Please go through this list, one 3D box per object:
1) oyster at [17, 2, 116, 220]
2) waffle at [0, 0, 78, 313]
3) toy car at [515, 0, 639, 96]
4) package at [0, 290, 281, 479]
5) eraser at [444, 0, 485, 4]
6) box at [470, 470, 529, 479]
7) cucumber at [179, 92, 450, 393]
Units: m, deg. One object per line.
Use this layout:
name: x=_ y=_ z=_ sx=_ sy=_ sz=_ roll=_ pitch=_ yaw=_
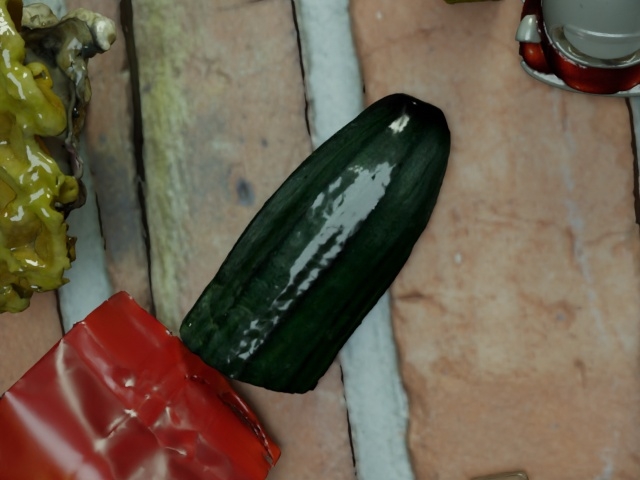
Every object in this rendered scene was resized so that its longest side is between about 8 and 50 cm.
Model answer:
oyster: x=-0.193 y=-0.100 z=0.690 sx=0.191 sy=0.081 sz=0.163 roll=-21 pitch=87 yaw=49
waffle: x=-0.287 y=-0.082 z=0.682 sx=0.325 sy=0.068 sz=0.302 roll=2 pitch=107 yaw=43
toy car: x=0.177 y=-0.158 z=0.568 sx=0.112 sy=0.112 sz=0.139 roll=9 pitch=99 yaw=15
package: x=-0.218 y=0.257 z=0.722 sx=0.196 sy=0.123 sz=0.423 roll=40 pitch=106 yaw=5
eraser: x=0.089 y=-0.201 z=0.582 sx=0.045 sy=0.122 sz=0.097 roll=0 pitch=96 yaw=17
box: x=0.138 y=0.223 z=0.669 sx=0.048 sy=0.025 sz=0.115 roll=-16 pitch=92 yaw=22
cucumber: x=0.000 y=0.000 z=0.664 sx=0.115 sy=0.063 sz=0.244 roll=36 pitch=103 yaw=8
